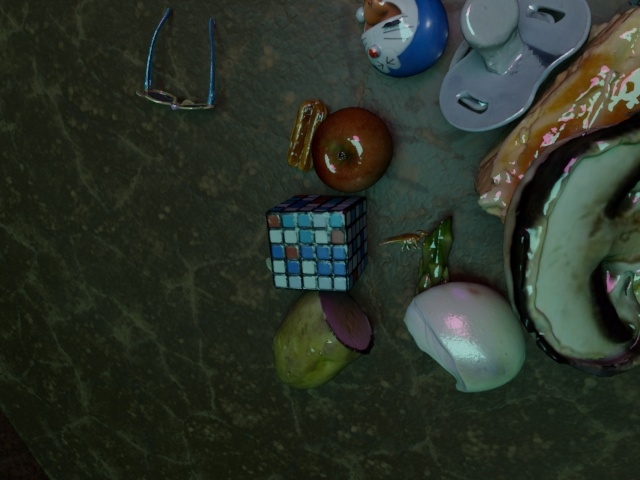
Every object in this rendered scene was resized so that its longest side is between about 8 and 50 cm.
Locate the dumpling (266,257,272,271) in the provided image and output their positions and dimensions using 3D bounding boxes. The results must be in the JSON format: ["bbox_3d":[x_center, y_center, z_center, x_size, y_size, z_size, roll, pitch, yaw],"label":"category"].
[{"bbox_3d":[-0.108,0.075,1.145,0.077,0.043,0.059,12,129,-1],"label":"dumpling"}]

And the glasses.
[{"bbox_3d":[-0.319,-0.419,1.053,0.189,0.088,0.221,17,93,14],"label":"glasses"}]

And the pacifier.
[{"bbox_3d":[0.293,-0.334,0.746,0.279,0.207,0.227,-52,48,13],"label":"pacifier"}]

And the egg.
[{"bbox_3d":[0.332,0.217,0.932,0.206,0.162,0.271,-39,115,13],"label":"egg"}]

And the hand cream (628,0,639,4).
[{"bbox_3d":[0.650,-0.375,0.717,0.247,0.052,0.075,31,114,7],"label":"hand cream"}]

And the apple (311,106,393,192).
[{"bbox_3d":[0.062,-0.187,0.926,0.180,0.168,0.181,9,116,20],"label":"apple"}]

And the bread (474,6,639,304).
[{"bbox_3d":[0.507,-0.131,0.729,0.371,0.279,0.390,40,115,1],"label":"bread"}]

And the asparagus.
[{"bbox_3d":[0.254,0.082,1.000,0.080,0.080,0.287,4,104,18],"label":"asparagus"}]

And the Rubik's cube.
[{"bbox_3d":[0.000,0.000,1.001,0.182,0.187,0.184,2,106,19],"label":"Rubik's cube"}]

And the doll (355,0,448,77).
[{"bbox_3d":[0.156,-0.439,0.812,0.215,0.161,0.257,3,99,48],"label":"doll"}]

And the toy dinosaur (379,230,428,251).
[{"bbox_3d":[0.196,0.008,1.020,0.113,0.026,0.041,-17,95,14],"label":"toy dinosaur"}]

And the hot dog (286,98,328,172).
[{"bbox_3d":[-0.031,-0.240,1.006,0.071,0.045,0.165,23,114,13],"label":"hot dog"}]

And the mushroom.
[{"bbox_3d":[0.370,0.007,0.607,0.247,0.130,0.344,-16,109,-1],"label":"mushroom"}]

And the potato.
[{"bbox_3d":[-0.022,0.249,1.081,0.266,0.229,0.229,-40,92,23],"label":"potato"}]
